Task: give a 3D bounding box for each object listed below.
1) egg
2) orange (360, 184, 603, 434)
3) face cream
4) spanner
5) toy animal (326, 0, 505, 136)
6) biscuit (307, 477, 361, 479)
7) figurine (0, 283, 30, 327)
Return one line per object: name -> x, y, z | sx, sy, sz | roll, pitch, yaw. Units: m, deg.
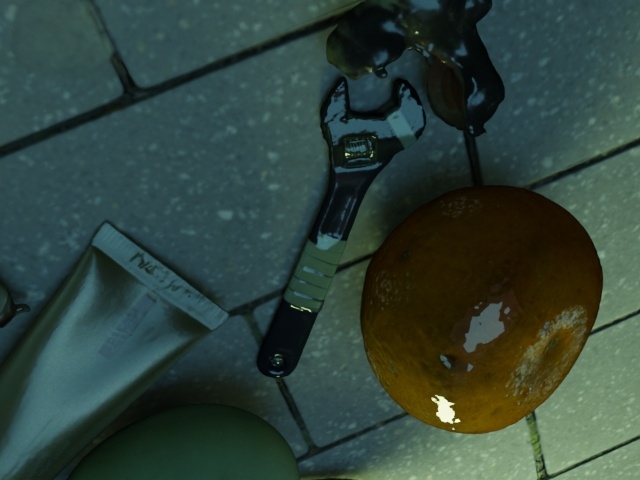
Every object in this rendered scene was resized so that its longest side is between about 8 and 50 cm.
egg -> -0.131, 0.240, 0.647 | 0.231, 0.168, 0.168 | -19, 124, -2
orange -> 0.136, 0.056, 0.622 | 0.224, 0.170, 0.224 | -23, 130, -29
face cream -> -0.243, 0.149, 0.619 | 0.137, 0.084, 0.341 | 41, 95, -22
spanner -> 0.000, 0.000, 0.635 | 0.087, 0.024, 0.315 | 12, 117, -22
toy animal -> 0.063, -0.233, 0.465 | 0.169, 0.106, 0.343 | -3, 123, -13
biscuit -> -0.038, 0.426, 0.757 | 0.368, 0.063, 0.313 | -5, 84, -21
figurine -> -0.329, 0.068, 0.524 | 0.206, 0.102, 0.260 | 0, 130, -15
